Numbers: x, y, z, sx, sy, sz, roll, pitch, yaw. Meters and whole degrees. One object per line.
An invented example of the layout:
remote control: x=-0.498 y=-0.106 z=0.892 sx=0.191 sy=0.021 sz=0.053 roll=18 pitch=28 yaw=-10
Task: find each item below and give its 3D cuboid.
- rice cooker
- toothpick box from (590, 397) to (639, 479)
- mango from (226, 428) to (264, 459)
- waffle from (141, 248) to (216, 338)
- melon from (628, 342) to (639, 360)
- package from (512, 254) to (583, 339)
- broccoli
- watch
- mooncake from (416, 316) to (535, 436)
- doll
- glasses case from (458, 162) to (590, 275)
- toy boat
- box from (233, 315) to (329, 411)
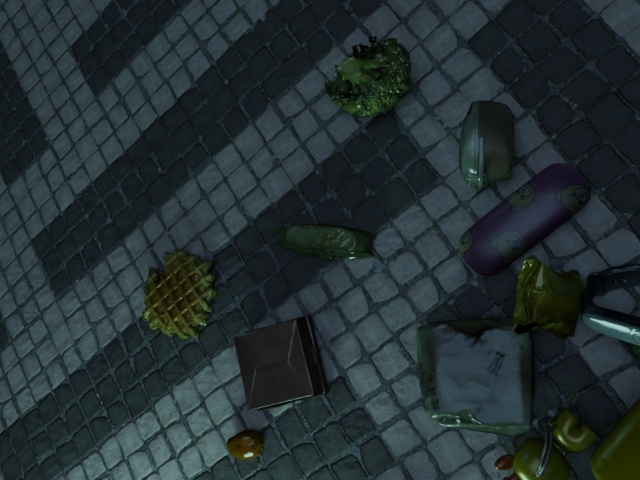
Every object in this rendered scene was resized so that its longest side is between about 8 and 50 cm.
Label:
rice cooker: x=0.386 y=-0.222 z=1.285 sx=0.127 sy=0.145 sz=0.206 roll=-3 pitch=85 yaw=13
toothpick box: x=0.661 y=0.380 z=1.047 sx=0.175 sy=0.175 sz=0.271 roll=34 pitch=108 yaw=24
mango: x=-0.206 y=0.551 z=1.495 sx=0.114 sy=0.060 sz=0.080 roll=-12 pitch=94 yaw=20
waffle: x=-0.421 y=0.156 z=1.643 sx=0.250 sy=0.056 sz=0.261 roll=6 pitch=84 yaw=24
melon: x=0.709 y=0.204 z=1.105 sx=0.167 sy=0.114 sz=0.114 roll=-8 pitch=80 yaw=25
package: x=0.482 y=0.128 z=1.170 sx=0.090 sy=0.226 sz=0.168 roll=5 pitch=81 yaw=54
broccoli: x=0.116 y=-0.416 z=1.414 sx=0.226 sy=0.176 sz=0.198 roll=13 pitch=84 yaw=10
watch: x=0.637 y=0.120 z=1.120 sx=0.193 sy=0.068 sz=0.206 roll=-41 pitch=32 yaw=-26
mooncake: x=0.347 y=0.300 z=1.239 sx=0.250 sy=0.136 sz=0.255 roll=-3 pitch=75 yaw=22
doll: x=0.477 y=0.462 z=1.162 sx=0.143 sy=0.135 sz=0.221 roll=42 pitch=89 yaw=20
glasses case: x=0.462 y=-0.045 z=1.264 sx=0.316 sy=0.076 sz=0.123 roll=-40 pitch=69 yaw=14
toy boat: x=0.000 y=0.000 z=1.475 sx=0.293 sy=0.055 sz=0.093 roll=5 pitch=83 yaw=24
box: x=-0.108 y=0.328 z=1.465 sx=0.215 sy=0.086 sz=0.215 roll=-19 pitch=77 yaw=22
